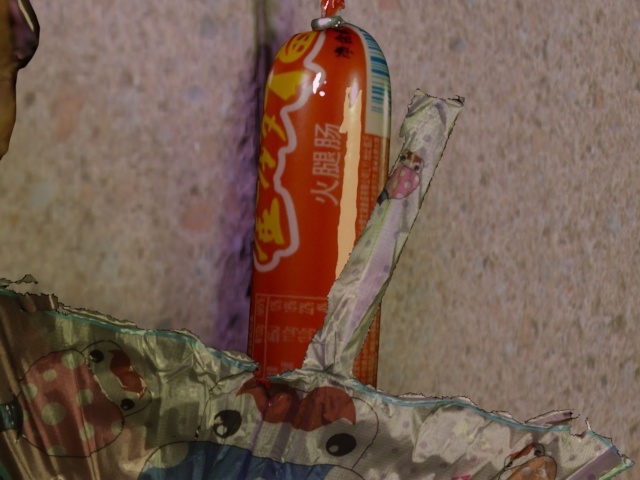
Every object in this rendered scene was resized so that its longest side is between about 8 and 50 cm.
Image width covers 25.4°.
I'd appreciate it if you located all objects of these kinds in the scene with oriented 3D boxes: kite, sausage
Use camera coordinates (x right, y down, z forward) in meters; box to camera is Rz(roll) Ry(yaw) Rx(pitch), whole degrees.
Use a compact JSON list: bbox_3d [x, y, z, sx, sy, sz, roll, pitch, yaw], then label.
[{"bbox_3d":[-0.015,0.098,0.678,0.406,0.014,0.368,16,104,-26],"label":"kite"},{"bbox_3d":[0.000,0.000,0.750,0.083,0.083,0.264,6,87,-50],"label":"sausage"}]

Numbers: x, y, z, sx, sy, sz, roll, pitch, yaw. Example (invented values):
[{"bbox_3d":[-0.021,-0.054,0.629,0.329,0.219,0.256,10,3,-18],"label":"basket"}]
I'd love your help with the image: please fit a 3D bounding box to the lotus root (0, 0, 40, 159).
[{"bbox_3d":[-0.212,-0.086,0.411,0.180,0.188,0.199,-26,115,-32],"label":"lotus root"}]
